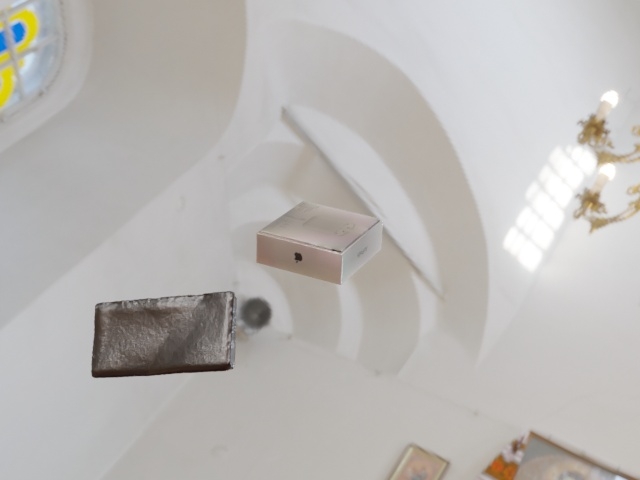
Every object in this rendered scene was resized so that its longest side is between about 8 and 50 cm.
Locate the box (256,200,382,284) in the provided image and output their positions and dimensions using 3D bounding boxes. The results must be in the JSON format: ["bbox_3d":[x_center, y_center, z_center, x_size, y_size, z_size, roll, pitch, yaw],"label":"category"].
[{"bbox_3d":[0.000,0.000,1.270,0.129,0.130,0.051,14,-62,24],"label":"box"}]

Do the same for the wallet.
[{"bbox_3d":[-0.242,0.148,1.431,0.244,0.124,0.025,-6,-20,18],"label":"wallet"}]
